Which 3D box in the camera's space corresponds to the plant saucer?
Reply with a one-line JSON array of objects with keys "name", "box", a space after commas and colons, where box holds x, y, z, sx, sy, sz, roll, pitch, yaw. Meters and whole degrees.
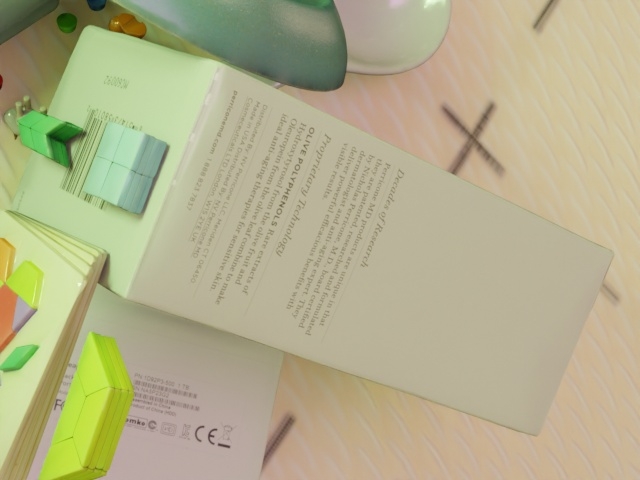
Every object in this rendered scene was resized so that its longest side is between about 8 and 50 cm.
[{"name": "plant saucer", "box": [-0.107, -0.205, 0.889, 0.317, 0.317, 0.044, 27, 109, -24]}]

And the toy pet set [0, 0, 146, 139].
[{"name": "toy pet set", "box": [-0.165, -0.101, 1.006, 0.114, 0.065, 0.122, 37, 61, 16]}]

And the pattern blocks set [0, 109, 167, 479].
[{"name": "pattern blocks set", "box": [-0.198, 0.075, 0.830, 0.026, 0.285, 0.325, 21, 80, -38]}]

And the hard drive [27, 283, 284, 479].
[{"name": "hard drive", "box": [-0.145, 0.190, 0.985, 0.203, 0.040, 0.307, 17, 77, -27]}]

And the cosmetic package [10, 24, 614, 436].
[{"name": "cosmetic package", "box": [0.000, 0.000, 0.947, 0.365, 0.197, 0.155, 21, 92, -38]}]

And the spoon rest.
[{"name": "spoon rest", "box": [0.000, -0.165, 1.077, 0.276, 0.084, 0.137, -37, 103, -26]}]

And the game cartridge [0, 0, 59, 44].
[{"name": "game cartridge", "box": [-0.316, -0.247, 0.927, 0.196, 0.060, 0.294, -42, 105, -30]}]
